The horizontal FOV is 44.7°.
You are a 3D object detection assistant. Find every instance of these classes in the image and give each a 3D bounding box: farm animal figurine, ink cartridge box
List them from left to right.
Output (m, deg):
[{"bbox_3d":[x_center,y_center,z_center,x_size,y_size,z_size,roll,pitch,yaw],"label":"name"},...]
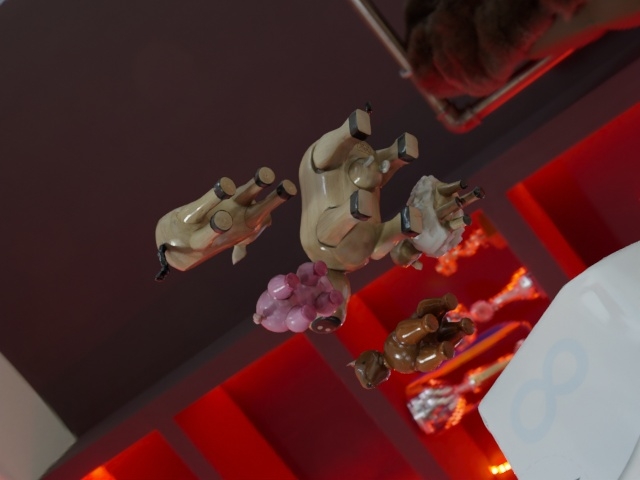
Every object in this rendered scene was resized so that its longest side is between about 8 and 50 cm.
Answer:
[{"bbox_3d":[0.000,0.000,0.835,0.330,0.172,0.327,35,-130,-21],"label":"farm animal figurine"},{"bbox_3d":[0.288,0.070,0.534,0.091,0.385,0.308,24,-163,-17],"label":"ink cartridge box"}]
